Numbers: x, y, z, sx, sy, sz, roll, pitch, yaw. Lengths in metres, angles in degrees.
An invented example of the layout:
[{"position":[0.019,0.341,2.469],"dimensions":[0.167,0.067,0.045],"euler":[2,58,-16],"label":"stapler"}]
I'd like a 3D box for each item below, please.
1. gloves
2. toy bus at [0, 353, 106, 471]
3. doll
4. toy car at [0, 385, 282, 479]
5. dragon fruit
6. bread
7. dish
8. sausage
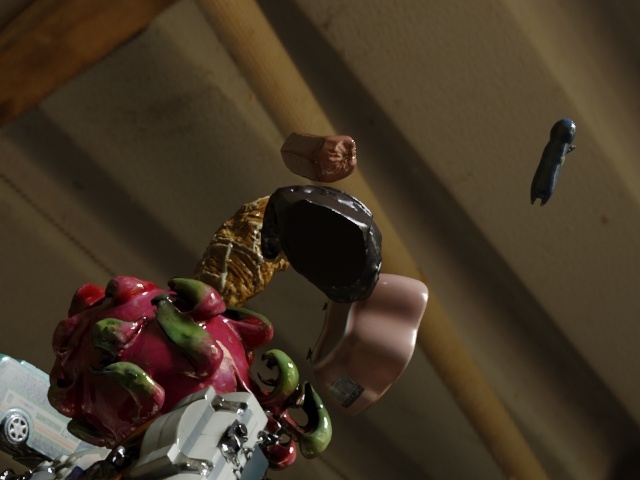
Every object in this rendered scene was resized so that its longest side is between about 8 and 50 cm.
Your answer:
[{"position":[0.000,0.000,1.383],"dimensions":[0.124,0.203,0.164],"euler":[-42,-75,5],"label":"gloves"},{"position":[-0.333,0.225,1.518],"dimensions":[0.091,0.109,0.262],"euler":[-2,-32,38],"label":"toy bus"},{"position":[0.309,-0.104,1.697],"dimensions":[0.027,0.037,0.125],"euler":[25,-95,-45],"label":"doll"},{"position":[-0.183,0.225,1.044],"dimensions":[0.301,0.193,0.118],"euler":[-21,-75,22],"label":"toy car"},{"position":[-0.136,0.139,1.269],"dimensions":[0.273,0.198,0.218],"euler":[23,-73,-15],"label":"dragon fruit"},{"position":[-0.098,0.016,1.606],"dimensions":[0.105,0.233,0.076],"euler":[11,-35,37],"label":"bread"},{"position":[0.052,0.129,1.764],"dimensions":[0.090,0.213,0.213],"euler":[29,-56,-17],"label":"dish"},{"position":[-0.003,-0.059,0.880],"dimensions":[0.030,0.147,0.035],"euler":[-21,-82,-8],"label":"sausage"}]
